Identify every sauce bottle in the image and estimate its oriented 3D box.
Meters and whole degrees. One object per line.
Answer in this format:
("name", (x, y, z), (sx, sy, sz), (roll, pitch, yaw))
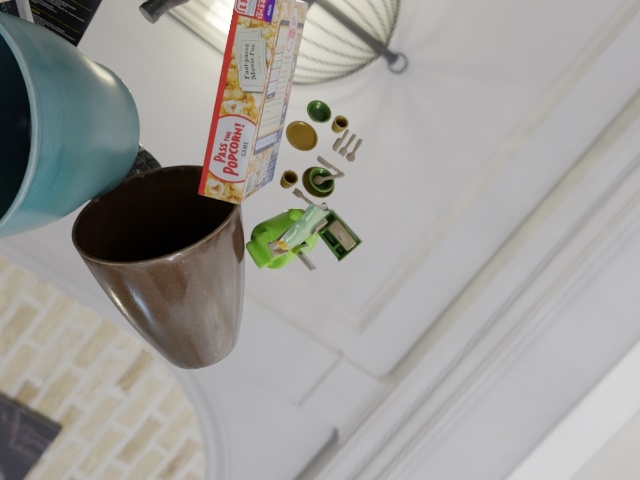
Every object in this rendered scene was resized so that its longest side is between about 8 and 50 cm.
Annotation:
("sauce bottle", (-0.162, -0.308, 1.020), (0.128, 0.042, 0.042), (-45, -164, -11))

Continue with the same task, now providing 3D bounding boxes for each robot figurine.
("robot figurine", (-0.048, -0.003, 1.151), (0.115, 0.067, 0.101), (-29, 174, -46))

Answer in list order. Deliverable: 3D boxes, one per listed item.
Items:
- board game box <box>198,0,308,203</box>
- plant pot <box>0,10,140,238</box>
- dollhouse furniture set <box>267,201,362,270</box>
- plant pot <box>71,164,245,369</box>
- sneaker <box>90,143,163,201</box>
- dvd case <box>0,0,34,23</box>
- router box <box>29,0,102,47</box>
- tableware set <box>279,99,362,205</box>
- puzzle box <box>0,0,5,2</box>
("board game box", (-0.062, -0.144, 0.840), (0.147, 0.045, 0.193), (-55, 158, -75))
("plant pot", (-0.353, -0.132, 0.997), (0.271, 0.271, 0.255), (-48, 167, 20))
("dollhouse furniture set", (0.000, 0.000, 1.000), (0.076, 0.058, 0.152), (-42, 174, 13))
("plant pot", (-0.187, 0.054, 1.136), (0.216, 0.230, 0.215), (-8, -145, 5))
("sneaker", (-0.283, -0.019, 1.361), (0.130, 0.329, 0.147), (-32, -153, -20))
("dvd case", (-0.503, -0.258, 1.151), (0.029, 0.239, 0.179), (58, -22, 34))
("router box", (-0.420, -0.380, 1.278), (0.133, 0.179, 0.046), (-54, -158, 16))
("tableware set", (-0.006, -0.122, 1.173), (0.154, 0.104, 0.024), (-58, -173, -32))
("puzzle box", (-0.313, -0.430, 0.681), (0.052, 0.272, 0.409), (-28, 161, -30))
